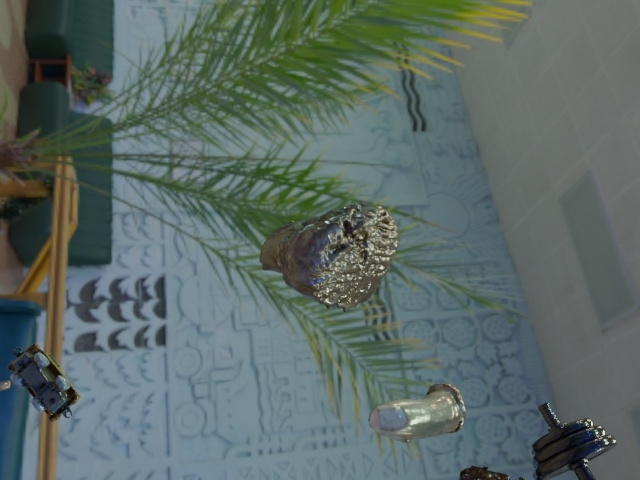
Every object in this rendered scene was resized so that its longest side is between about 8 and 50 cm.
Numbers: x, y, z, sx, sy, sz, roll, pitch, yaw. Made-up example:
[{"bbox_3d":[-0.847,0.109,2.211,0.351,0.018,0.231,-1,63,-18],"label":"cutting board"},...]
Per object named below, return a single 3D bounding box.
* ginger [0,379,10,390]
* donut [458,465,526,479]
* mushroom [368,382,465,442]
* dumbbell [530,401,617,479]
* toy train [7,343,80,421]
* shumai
[{"bbox_3d":[-0.718,0.328,1.386,0.048,0.097,0.030,-25,-98,57],"label":"ginger"},{"bbox_3d":[0.313,0.467,1.036,0.144,0.126,0.187,-20,-73,39],"label":"donut"},{"bbox_3d":[0.159,0.279,1.032,0.071,0.209,0.085,7,-89,42],"label":"mushroom"},{"bbox_3d":[0.288,0.266,0.670,0.099,0.099,0.209,107,-35,-53],"label":"dumbbell"},{"bbox_3d":[-0.661,0.341,1.556,0.219,0.089,0.127,45,-7,10],"label":"toy train"},{"bbox_3d":[-0.002,-0.002,1.393,0.283,0.346,0.217,27,-63,37],"label":"shumai"}]
